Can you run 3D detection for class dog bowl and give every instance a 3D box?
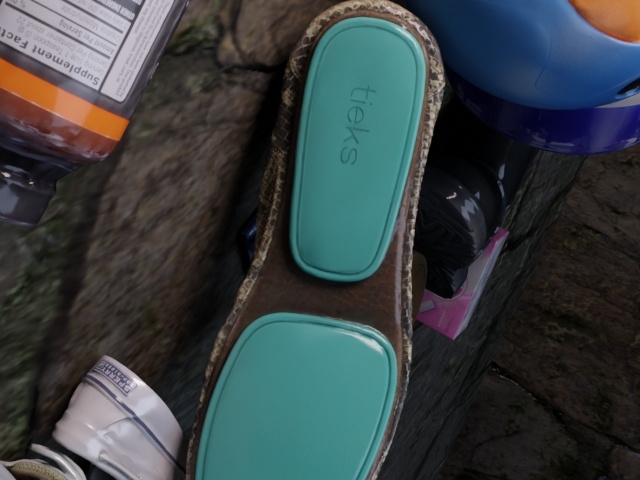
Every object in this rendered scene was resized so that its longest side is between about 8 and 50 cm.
[{"bbox_3d":[0.269,-0.221,1.044,0.265,0.264,0.104,-49,159,-33],"label":"dog bowl"}]

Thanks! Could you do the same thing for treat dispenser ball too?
[{"bbox_3d":[0.204,-0.253,0.796,0.288,0.288,0.288,-50,158,-29],"label":"treat dispenser ball"}]

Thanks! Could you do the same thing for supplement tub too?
[{"bbox_3d":[-0.121,-0.108,0.448,0.198,0.106,0.106,-62,161,4],"label":"supplement tub"}]

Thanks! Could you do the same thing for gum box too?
[{"bbox_3d":[0.196,0.050,1.471,0.062,0.107,0.188,-27,141,-59],"label":"gum box"}]

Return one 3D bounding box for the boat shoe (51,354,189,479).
[{"bbox_3d":[-0.157,0.189,0.811,0.084,0.095,0.258,-49,147,-22],"label":"boat shoe"}]

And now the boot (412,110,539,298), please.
[{"bbox_3d":[0.244,-0.171,1.218,0.445,0.146,0.367,-54,170,-11],"label":"boot"}]

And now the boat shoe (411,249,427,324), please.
[{"bbox_3d":[0.023,0.133,1.166,0.109,0.098,0.302,21,99,-57],"label":"boat shoe"}]

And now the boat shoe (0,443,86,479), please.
[{"bbox_3d":[-0.201,0.172,0.622,0.103,0.118,0.320,-53,153,-11],"label":"boat shoe"}]

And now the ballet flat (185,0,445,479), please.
[{"bbox_3d":[0.003,0.044,0.817,0.182,0.164,0.483,-93,-164,-88],"label":"ballet flat"}]

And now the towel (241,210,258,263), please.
[{"bbox_3d":[0.000,0.000,1.017,0.209,0.034,0.285,-54,159,-23],"label":"towel"}]
